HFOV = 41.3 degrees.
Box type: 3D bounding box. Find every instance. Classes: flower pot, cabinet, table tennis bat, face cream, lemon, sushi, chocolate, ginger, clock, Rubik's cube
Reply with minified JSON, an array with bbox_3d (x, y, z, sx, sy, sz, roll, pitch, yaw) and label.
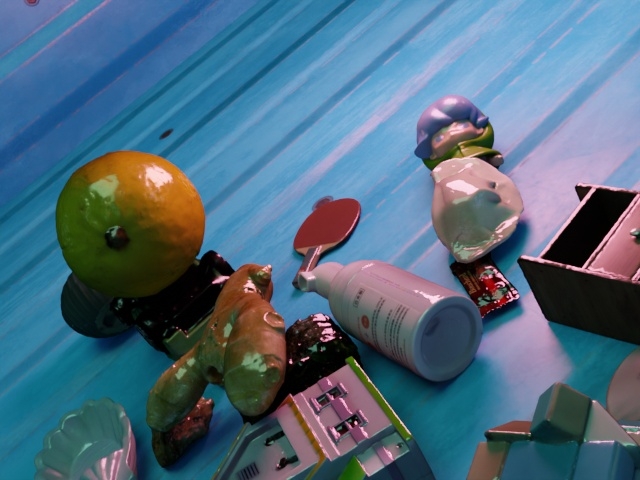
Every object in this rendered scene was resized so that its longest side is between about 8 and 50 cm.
[{"bbox_3d":[-0.470,0.115,1.912,0.243,0.189,0.157,-43,45,1],"label":"flower pot"},{"bbox_3d":[0.437,0.031,1.233,0.175,0.148,0.215,-48,35,-21],"label":"cabinet"},{"bbox_3d":[0.000,0.000,1.801,0.154,0.021,0.274,-11,36,33],"label":"table tennis bat"},{"bbox_3d":[0.098,0.106,1.443,0.145,0.145,0.369,-43,33,-15],"label":"face cream"},{"bbox_3d":[-0.358,-0.031,1.605,0.297,0.297,0.297,-24,33,16],"label":"lemon"},{"bbox_3d":[-0.036,0.233,1.409,0.225,0.124,0.127,-40,28,-1],"label":"sushi"},{"bbox_3d":[0.276,0.066,1.447,0.086,0.028,0.182,-29,32,9],"label":"chocolate"},{"bbox_3d":[-0.132,0.144,1.401,0.363,0.122,0.348,-36,25,55],"label":"ginger"},{"bbox_3d":[-0.020,0.344,1.216,0.309,0.166,0.235,-30,31,-7],"label":"clock"},{"bbox_3d":[0.295,0.283,0.955,0.265,0.224,0.213,-11,36,42],"label":"Rubik's cube"}]

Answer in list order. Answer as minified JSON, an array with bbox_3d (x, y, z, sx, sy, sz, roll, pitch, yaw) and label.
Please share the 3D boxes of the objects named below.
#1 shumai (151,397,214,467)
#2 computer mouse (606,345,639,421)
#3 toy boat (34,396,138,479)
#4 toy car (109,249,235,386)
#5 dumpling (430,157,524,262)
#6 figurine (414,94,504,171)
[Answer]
[{"bbox_3d":[-0.257,0.342,1.526,0.139,0.105,0.123,-68,0,-55],"label":"shumai"},{"bbox_3d":[0.484,0.212,1.000,0.197,0.095,0.331,-43,32,-7],"label":"computer mouse"},{"bbox_3d":[-0.409,0.406,1.544,0.199,0.100,0.290,-41,31,-11],"label":"toy boat"},{"bbox_3d":[-0.267,0.142,1.718,0.213,0.176,0.358,-44,29,-19],"label":"toy car"},{"bbox_3d":[0.281,-0.056,1.528,0.166,0.126,0.216,-14,26,9],"label":"dumpling"},{"bbox_3d":[0.278,-0.181,1.694,0.162,0.143,0.263,-32,48,14],"label":"figurine"}]
